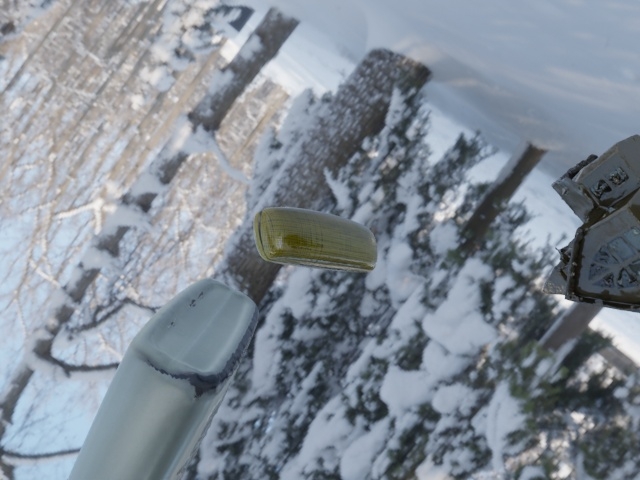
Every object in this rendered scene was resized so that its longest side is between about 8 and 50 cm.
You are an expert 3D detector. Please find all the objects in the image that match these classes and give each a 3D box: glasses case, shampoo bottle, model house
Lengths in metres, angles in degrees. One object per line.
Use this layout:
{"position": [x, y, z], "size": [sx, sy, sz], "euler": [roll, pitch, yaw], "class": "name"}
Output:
{"position": [0.000, 0.000, 0.991], "size": [0.234, 0.064, 0.079], "euler": [10, -112, -49], "class": "glasses case"}
{"position": [-0.140, 0.172, 0.505], "size": [0.071, 0.284, 0.153], "euler": [30, -166, -2], "class": "shampoo bottle"}
{"position": [0.337, 0.000, 0.871], "size": [0.176, 0.180, 0.248], "euler": [50, 144, 7], "class": "model house"}
